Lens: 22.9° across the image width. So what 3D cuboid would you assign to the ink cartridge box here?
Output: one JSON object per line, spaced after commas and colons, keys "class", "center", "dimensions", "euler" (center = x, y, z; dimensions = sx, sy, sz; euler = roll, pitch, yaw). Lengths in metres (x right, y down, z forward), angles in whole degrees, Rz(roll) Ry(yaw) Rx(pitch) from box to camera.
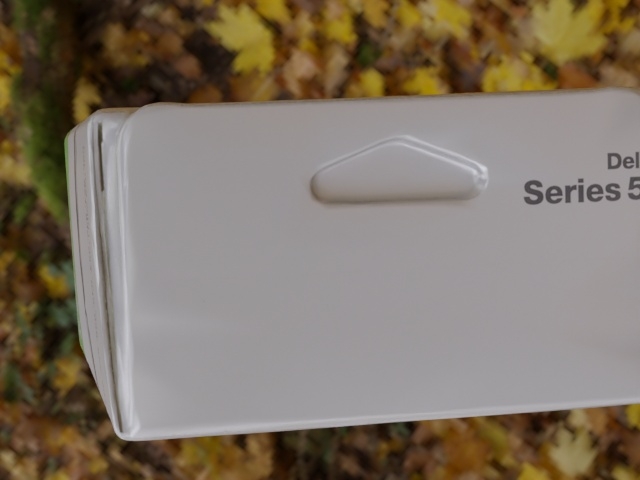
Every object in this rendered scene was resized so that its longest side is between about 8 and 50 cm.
{"class": "ink cartridge box", "center": [0.000, 0.000, 0.650], "dimensions": [0.198, 0.114, 0.273], "euler": [-3, -176, -10]}
